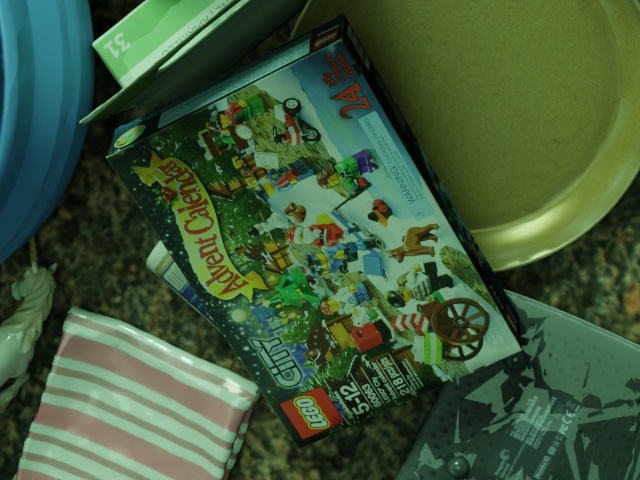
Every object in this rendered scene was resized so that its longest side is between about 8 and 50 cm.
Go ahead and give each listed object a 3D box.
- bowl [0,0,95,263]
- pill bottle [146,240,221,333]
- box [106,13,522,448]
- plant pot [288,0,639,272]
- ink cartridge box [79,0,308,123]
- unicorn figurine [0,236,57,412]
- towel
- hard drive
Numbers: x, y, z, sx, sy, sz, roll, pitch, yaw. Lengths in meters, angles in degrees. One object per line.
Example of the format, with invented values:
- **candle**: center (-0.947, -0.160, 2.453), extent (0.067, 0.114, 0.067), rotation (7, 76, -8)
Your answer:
- **bowl**: center (-0.328, -0.135, 1.187), extent (0.391, 0.077, 0.391), rotation (9, 111, 24)
- **pill bottle**: center (-0.049, 0.030, 1.227), extent (0.120, 0.067, 0.067), rotation (41, 104, 1)
- **box**: center (0.000, 0.000, 1.138), extent (0.159, 0.044, 0.233), rotation (-26, 113, 14)
- **plant pot**: center (0.092, -0.092, 1.172), extent (0.236, 0.032, 0.236), rotation (0, 112, -1)
- **ink cartridge box**: center (-0.058, -0.146, 1.109), extent (0.171, 0.235, 0.056), rotation (-38, 88, 14)
- **unicorn figurine**: center (-0.224, 0.079, 1.256), extent (0.060, 0.162, 0.111), rotation (33, 131, -2)
- **towel**: center (-0.137, 0.159, 1.287), extent (0.144, 0.029, 0.197), rotation (22, 103, 5)
- **hard drive**: center (0.193, 0.150, 1.212), extent (0.255, 0.054, 0.172), rotation (27, 104, 6)
